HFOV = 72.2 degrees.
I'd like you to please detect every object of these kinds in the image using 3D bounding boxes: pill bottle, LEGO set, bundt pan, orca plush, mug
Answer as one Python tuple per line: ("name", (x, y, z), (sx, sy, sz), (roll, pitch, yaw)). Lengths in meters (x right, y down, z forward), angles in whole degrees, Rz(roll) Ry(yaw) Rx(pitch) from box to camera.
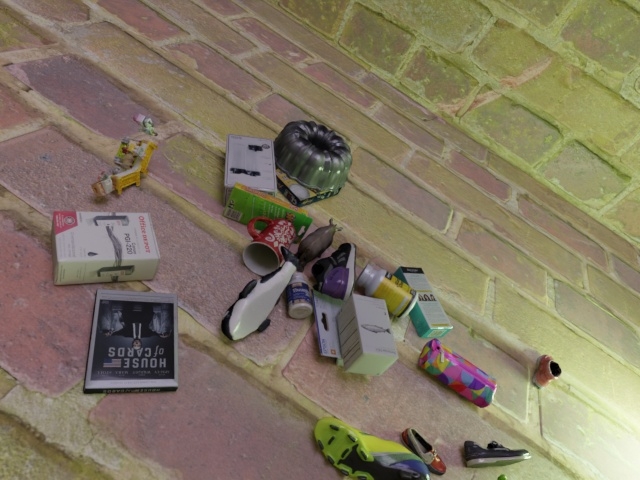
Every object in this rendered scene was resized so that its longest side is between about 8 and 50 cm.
("pill bottle", (0.205, 0.155, 1.376), (0.184, 0.103, 0.103), (34, 39, 2))
("LEGO set", (-0.574, -0.226, 1.257), (0.107, 0.132, 0.287), (18, 62, 8))
("bundt pan", (-0.020, -0.341, 1.665), (0.330, 0.124, 0.331), (18, 40, -16))
("orca plush", (-0.174, 0.129, 1.140), (0.102, 0.151, 0.287), (12, 60, 33))
("mug", (-0.141, -0.003, 1.283), (0.113, 0.150, 0.169), (11, 32, 14))
("pill bottle", (-0.063, 0.152, 1.228), (0.067, 0.067, 0.120), (11, 43, -24))

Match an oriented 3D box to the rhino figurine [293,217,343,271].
("rhino figurine", (0.000, 0.000, 1.399), (0.073, 0.106, 0.243), (40, 39, 8))

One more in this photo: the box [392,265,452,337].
("box", (0.331, 0.199, 1.449), (0.100, 0.060, 0.244), (5, 46, -30))

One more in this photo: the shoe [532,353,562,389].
("shoe", (0.782, 0.432, 1.493), (0.063, 0.081, 0.178), (44, 40, 14))

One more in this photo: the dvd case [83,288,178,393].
("dvd case", (-0.405, 0.215, 0.961), (0.179, 0.029, 0.239), (8, 44, -27))

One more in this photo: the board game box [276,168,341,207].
("board game box", (-0.053, -0.215, 1.641), (0.165, 0.042, 0.243), (47, 41, 18))

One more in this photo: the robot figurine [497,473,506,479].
("robot figurine", (0.438, 0.627, 1.065), (0.115, 0.067, 0.101), (20, 50, -16))

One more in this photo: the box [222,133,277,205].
("box", (-0.240, -0.234, 1.476), (0.169, 0.087, 0.290), (4, 45, -15))

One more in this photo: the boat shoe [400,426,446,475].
("boat shoe", (0.259, 0.518, 1.079), (0.137, 0.043, 0.049), (44, 38, 12))

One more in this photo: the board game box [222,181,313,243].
("board game box", (-0.161, -0.079, 1.360), (0.259, 0.124, 0.039), (23, 39, -12))

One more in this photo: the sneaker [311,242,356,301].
("sneaker", (0.039, 0.072, 1.332), (0.124, 0.107, 0.283), (14, 23, -2))

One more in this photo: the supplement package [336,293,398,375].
("supplement package", (0.118, 0.246, 1.145), (0.105, 0.105, 0.179), (14, 42, -21))

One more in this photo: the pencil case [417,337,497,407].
("pencil case", (0.395, 0.382, 1.272), (0.236, 0.104, 0.104), (34, 39, 0))

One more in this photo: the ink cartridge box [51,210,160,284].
("ink cartridge box", (-0.512, 0.015, 1.050), (0.218, 0.092, 0.158), (0, 49, -36))

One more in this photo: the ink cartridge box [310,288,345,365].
("ink cartridge box", (0.078, 0.249, 1.239), (0.224, 0.045, 0.223), (13, 42, -22))

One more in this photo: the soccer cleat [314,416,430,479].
("soccer cleat", (0.114, 0.486, 1.002), (0.289, 0.093, 0.121), (28, 8, 2))

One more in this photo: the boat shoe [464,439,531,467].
("boat shoe", (0.467, 0.555, 1.157), (0.206, 0.075, 0.065), (8, 48, -21))
